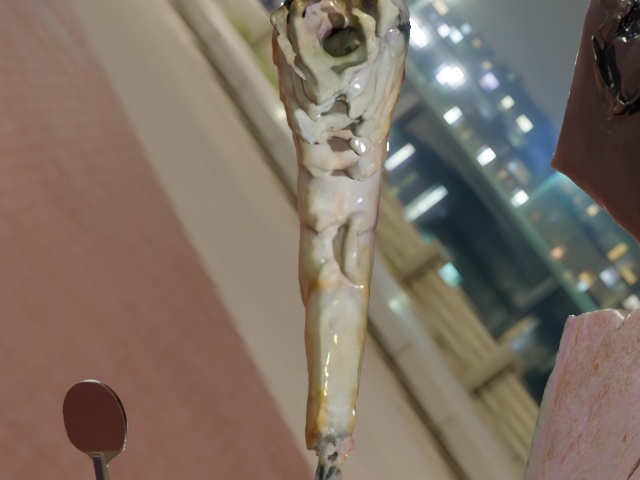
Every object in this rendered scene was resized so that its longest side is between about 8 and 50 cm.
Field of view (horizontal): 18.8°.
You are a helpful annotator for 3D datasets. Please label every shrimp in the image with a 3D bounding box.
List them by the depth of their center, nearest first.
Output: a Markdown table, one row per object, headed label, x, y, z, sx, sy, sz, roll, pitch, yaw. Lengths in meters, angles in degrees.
| label | x | y | z | sx | sy | sz | roll | pitch | yaw |
| --- | --- | --- | --- | --- | --- | --- | --- | --- | --- |
| shrimp | 0.004 | -0.026 | 1.034 | 0.185 | 0.068 | 0.287 | -80 | 177 | -66 |

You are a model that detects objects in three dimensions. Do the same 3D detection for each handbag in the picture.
| label | x | y | z | sx | sy | sz | roll | pitch | yaw |
| --- | --- | --- | --- | --- | --- | --- | --- | --- | --- |
| handbag | 0.272 | -0.105 | 1.576 | 0.088 | 0.211 | 0.254 | 1 | 27 | -23 |

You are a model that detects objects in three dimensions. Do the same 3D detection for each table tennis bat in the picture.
| label | x | y | z | sx | sy | sz | roll | pitch | yaw |
| --- | --- | --- | --- | --- | --- | --- | --- | --- | --- |
| table tennis bat | -0.151 | 0.135 | 1.305 | 0.007 | 0.050 | 0.083 | -24 | 110 | -61 |

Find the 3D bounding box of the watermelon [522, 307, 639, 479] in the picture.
| label | x | y | z | sx | sy | sz | roll | pitch | yaw |
| --- | --- | --- | --- | --- | --- | --- | --- | --- | --- |
| watermelon | 0.245 | 0.177 | 1.077 | 0.222 | 0.292 | 0.319 | 15 | -15 | -11 |
